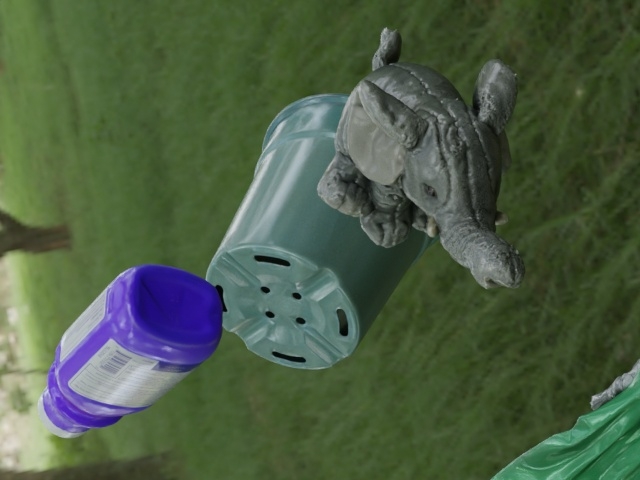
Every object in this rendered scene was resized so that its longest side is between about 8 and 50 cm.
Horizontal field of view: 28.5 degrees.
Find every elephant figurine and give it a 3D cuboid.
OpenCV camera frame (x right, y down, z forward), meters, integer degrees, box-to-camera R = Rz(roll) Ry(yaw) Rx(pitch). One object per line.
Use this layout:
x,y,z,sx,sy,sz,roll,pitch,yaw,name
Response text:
0.101,-0.075,1.042,0.186,0.169,0.239,42,170,-9,elephant figurine

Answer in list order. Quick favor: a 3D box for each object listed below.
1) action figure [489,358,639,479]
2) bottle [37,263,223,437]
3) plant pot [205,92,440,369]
0.233,0.144,0.917,0.232,0.137,0.063,-56,2,26,action figure
-0.205,0.122,1.272,0.283,0.118,0.092,-42,41,47,bottle
0.000,0.000,1.975,0.334,0.341,0.341,-59,-25,-44,plant pot
